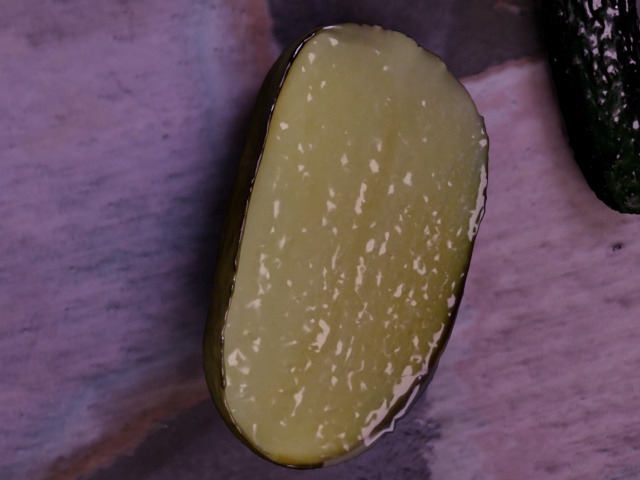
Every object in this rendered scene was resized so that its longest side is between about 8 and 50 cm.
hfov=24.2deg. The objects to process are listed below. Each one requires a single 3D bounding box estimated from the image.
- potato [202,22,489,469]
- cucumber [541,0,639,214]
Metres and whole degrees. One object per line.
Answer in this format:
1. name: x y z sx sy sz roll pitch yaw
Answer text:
1. potato: 0.000 0.000 0.928 0.160 0.111 0.272 7 98 -29
2. cucumber: 0.180 -0.113 0.961 0.067 0.067 0.245 -19 120 -9
